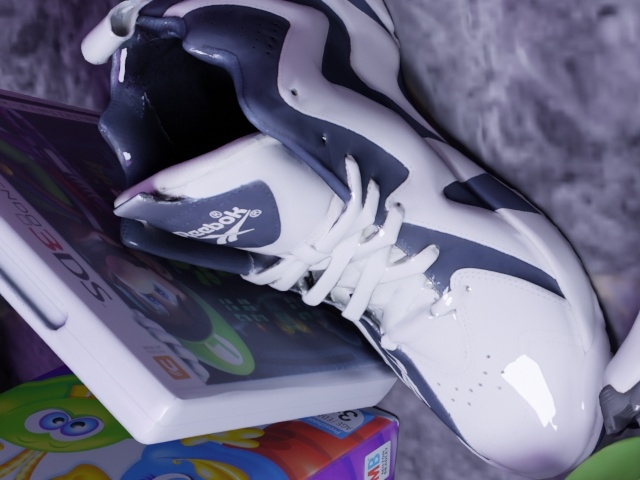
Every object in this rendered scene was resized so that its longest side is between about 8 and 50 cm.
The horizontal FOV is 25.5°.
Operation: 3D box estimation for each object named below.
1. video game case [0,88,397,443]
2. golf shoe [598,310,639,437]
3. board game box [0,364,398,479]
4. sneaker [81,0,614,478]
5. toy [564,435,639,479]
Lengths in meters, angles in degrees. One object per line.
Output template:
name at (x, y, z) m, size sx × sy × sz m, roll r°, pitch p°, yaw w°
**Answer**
video game case at (-0.068, 0.002, 0.526) m, size 0.173 × 0.190 × 0.022 m, roll 44°, pitch 104°, yaw 19°
golf shoe at (0.144, -0.017, 0.453) m, size 0.198 × 0.077 × 0.094 m, roll -57°, pitch 49°, yaw 35°
board game box at (-0.105, 0.154, 0.546) m, size 0.144 × 0.275 × 0.142 m, roll 17°, pitch 114°, yaw 30°
sneaker at (0.000, 0.000, 0.498) m, size 0.094 × 0.153 × 0.235 m, roll -30°, pitch 87°, yaw 39°
toy at (0.167, 0.158, 0.478) m, size 0.237 × 0.056 × 0.137 m, roll 49°, pitch 146°, yaw -12°
